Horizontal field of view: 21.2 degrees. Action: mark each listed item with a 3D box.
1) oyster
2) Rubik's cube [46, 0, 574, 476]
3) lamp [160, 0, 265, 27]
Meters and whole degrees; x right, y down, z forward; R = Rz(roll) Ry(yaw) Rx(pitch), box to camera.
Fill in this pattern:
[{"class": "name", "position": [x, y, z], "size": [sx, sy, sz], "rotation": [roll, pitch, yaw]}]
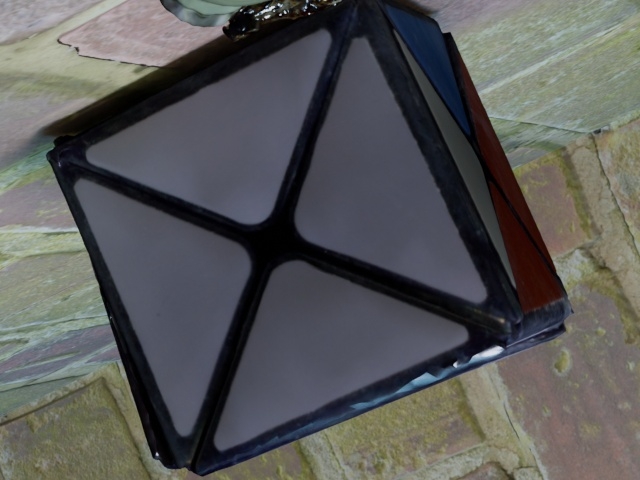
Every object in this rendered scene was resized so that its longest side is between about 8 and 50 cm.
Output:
[{"class": "oyster", "position": [-0.009, -0.175, 1.200], "size": [0.132, 0.029, 0.086], "rotation": [-25, 174, 28]}, {"class": "Rubik's cube", "position": [0.000, 0.000, 1.414], "size": [0.310, 0.307, 0.305], "rotation": [-24, 176, 15]}, {"class": "lamp", "position": [-0.029, -0.176, 0.810], "size": [0.101, 0.101, 0.250], "rotation": [-21, 165, -27]}]
